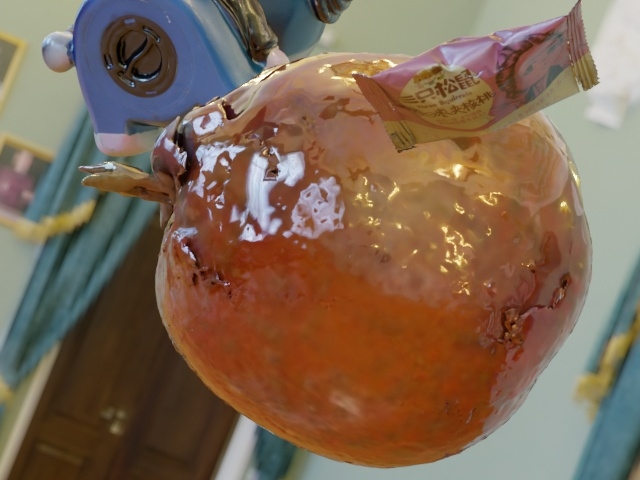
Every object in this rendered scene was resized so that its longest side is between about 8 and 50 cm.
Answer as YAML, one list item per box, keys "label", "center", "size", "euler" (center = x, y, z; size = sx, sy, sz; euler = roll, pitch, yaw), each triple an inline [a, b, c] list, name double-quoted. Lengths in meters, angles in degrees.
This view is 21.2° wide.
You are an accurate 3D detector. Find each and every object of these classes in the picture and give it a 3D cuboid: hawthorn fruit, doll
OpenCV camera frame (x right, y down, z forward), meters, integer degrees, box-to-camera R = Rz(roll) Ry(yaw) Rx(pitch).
- label: "hawthorn fruit"
  center: [0.000, 0.000, 1.061]
  size: [0.307, 0.276, 0.276]
  euler: [15, -2, -17]
- label: "doll"
  center: [-0.109, -0.235, 1.657]
  size: [0.284, 0.240, 0.310]
  euler: [1, 27, 24]

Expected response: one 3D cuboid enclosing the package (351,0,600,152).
- label: "package"
  center: [0.058, -0.057, 0.609]
  size: [0.083, 0.029, 0.059]
  euler: [-19, -29, 9]
